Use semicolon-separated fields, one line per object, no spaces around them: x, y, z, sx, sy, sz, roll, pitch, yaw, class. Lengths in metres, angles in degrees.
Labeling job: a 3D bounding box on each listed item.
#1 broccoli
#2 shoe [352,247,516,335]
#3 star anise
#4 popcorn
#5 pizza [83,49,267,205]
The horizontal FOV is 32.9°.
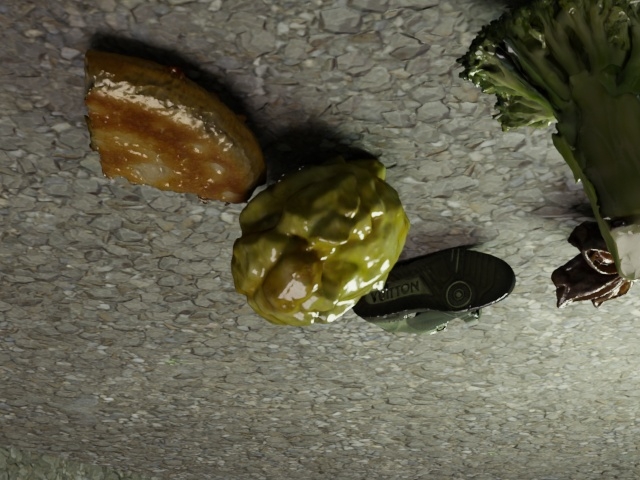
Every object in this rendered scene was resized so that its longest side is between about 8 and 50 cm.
0.325;-0.122;1.149;0.252;0.361;0.221;-7;139;-25;broccoli
0.209;0.097;1.843;0.292;0.109;0.149;-11;155;27;shoe
0.448;0.020;1.681;0.220;0.099;0.214;-40;140;24;star anise
0.000;0.000;1.507;0.286;0.215;0.252;-25;176;-35;popcorn
-0.208;-0.140;1.408;0.226;0.086;0.335;-14;148;35;pizza
